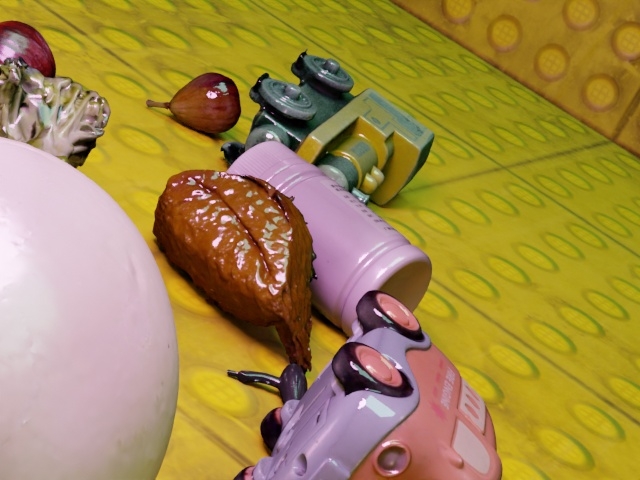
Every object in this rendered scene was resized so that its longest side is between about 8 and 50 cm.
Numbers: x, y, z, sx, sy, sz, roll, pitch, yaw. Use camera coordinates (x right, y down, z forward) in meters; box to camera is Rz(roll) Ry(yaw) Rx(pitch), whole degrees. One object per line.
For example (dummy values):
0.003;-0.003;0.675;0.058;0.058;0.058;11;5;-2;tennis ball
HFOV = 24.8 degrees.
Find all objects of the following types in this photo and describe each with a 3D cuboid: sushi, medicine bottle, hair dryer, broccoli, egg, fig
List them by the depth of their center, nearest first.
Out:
-0.236;0.095;0.984;0.283;0.283;0.345;18;34;-24;egg
-0.054;0.148;1.446;0.083;0.031;0.079;10;32;-7;hair dryer
-0.309;-0.063;1.498;0.165;0.145;0.304;29;29;-25;broccoli
-0.073;0.012;1.585;0.149;0.140;0.287;-37;60;-26;sushi
0.000;0.000;1.695;0.249;0.133;0.133;39;23;27;medicine bottle
-0.363;-0.191;1.712;0.150;0.128;0.128;45;26;25;fig
-0.175;-0.187;2.007;0.125;0.089;0.089;-10;36;-20;fig

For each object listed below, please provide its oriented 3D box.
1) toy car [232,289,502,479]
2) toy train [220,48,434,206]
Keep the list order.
0.065;0.193;1.285;0.212;0.180;0.270;37;20;-3;toy car
0.011;-0.132;2.014;0.237;0.150;0.369;36;23;3;toy train
